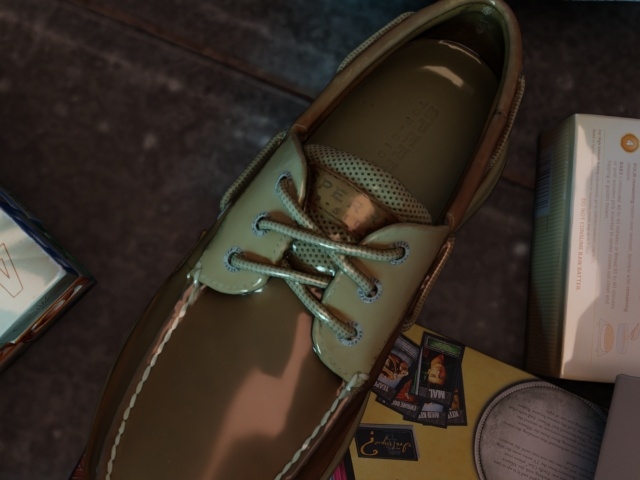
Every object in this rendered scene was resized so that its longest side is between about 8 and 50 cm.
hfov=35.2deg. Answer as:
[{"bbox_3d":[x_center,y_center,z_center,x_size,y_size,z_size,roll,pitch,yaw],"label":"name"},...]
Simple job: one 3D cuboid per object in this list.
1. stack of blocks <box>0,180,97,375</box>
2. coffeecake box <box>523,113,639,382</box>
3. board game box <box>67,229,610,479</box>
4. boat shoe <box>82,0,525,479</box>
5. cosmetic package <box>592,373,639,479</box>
[{"bbox_3d":[-0.244,-0.056,0.477,0.297,0.171,0.087,45,83,-2],"label":"stack of blocks"},{"bbox_3d":[0.217,0.012,0.567,0.186,0.068,0.142,5,85,-5],"label":"coffeecake box"},{"bbox_3d":[0.014,0.115,0.514,0.243,0.042,0.165,24,62,3],"label":"board game box"},{"bbox_3d":[0.000,0.000,0.476,0.123,0.120,0.324,29,63,6],"label":"boat shoe"},{"bbox_3d":[0.170,0.191,0.445,0.127,0.107,0.238,11,61,27],"label":"cosmetic package"}]
